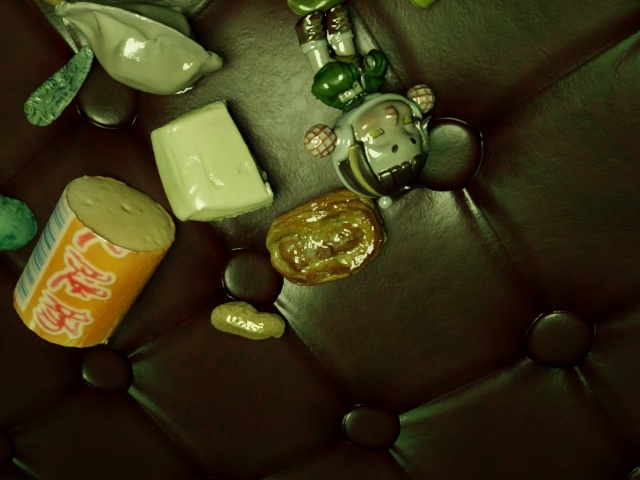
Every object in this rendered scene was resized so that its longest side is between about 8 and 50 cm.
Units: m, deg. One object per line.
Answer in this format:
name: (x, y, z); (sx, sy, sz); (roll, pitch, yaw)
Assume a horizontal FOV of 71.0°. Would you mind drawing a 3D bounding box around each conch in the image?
conch: (-0.778, -0.047, 0.995); (0.203, 0.134, 0.196); (-11, 107, 10)

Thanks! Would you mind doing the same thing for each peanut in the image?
peanut: (-0.167, 0.185, 1.041); (0.175, 0.080, 0.080); (13, 111, -2)

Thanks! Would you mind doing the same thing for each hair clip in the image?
hair clip: (-0.529, -0.318, 0.920); (0.229, 0.036, 0.066); (-33, 98, 23)

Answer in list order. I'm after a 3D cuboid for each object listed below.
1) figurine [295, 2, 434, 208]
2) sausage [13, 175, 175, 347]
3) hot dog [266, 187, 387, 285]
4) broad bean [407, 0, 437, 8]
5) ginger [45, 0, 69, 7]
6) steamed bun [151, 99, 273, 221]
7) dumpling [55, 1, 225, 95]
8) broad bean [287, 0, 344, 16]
figurine: (0.075, -0.233, 0.816); (0.281, 0.167, 0.369); (-28, 97, -22)
sausage: (-0.472, 0.043, 0.942); (0.233, 0.233, 0.287); (36, 109, -7)
hot dog: (0.002, 0.000, 0.930); (0.259, 0.114, 0.175); (-23, 104, 14)
broad bean: (0.175, -0.482, 0.741); (0.125, 0.082, 0.174); (-1, 113, -28)
ginger: (-0.529, -0.483, 0.865); (0.097, 0.030, 0.048); (23, 139, 1)
steamed bun: (-0.219, -0.151, 0.894); (0.200, 0.170, 0.225); (-17, 91, -20)
dumpling: (-0.323, -0.340, 0.801); (0.293, 0.204, 0.163); (15, 123, -8)
broad bean: (0.041, -0.462, 0.792); (0.214, 0.048, 0.070); (-27, 110, 11)
